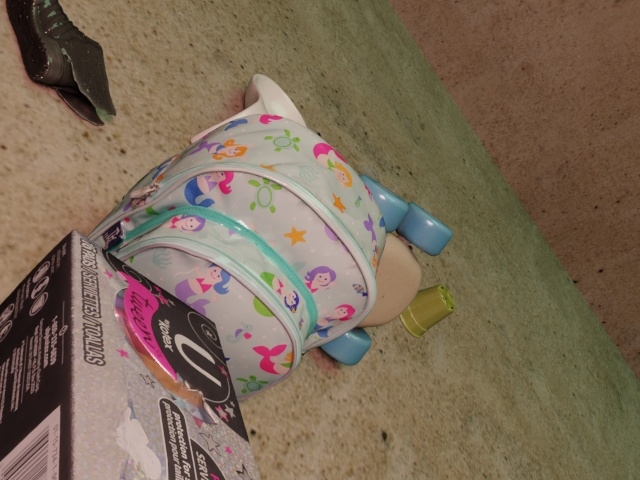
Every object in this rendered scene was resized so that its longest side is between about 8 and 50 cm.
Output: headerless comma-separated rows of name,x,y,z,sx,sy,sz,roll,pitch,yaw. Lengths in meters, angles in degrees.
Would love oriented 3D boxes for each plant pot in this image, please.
plant pot,0.185,0.113,1.147,0.083,0.079,0.083,41,31,-32

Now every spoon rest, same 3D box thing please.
spoon rest,-0.083,-0.173,0.977,0.137,0.084,0.276,55,28,-9

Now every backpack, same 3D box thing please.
backpack,-0.074,0.020,0.609,0.225,0.254,0.191,49,28,-21

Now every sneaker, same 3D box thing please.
sneaker,-0.277,-0.212,0.726,0.089,0.051,0.170,6,63,-58

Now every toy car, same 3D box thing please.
toy car,0.000,0.000,0.879,0.210,0.219,0.238,23,15,-49

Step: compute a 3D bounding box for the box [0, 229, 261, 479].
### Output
box,-0.139,0.137,0.398,0.142,0.163,0.247,41,9,-34
